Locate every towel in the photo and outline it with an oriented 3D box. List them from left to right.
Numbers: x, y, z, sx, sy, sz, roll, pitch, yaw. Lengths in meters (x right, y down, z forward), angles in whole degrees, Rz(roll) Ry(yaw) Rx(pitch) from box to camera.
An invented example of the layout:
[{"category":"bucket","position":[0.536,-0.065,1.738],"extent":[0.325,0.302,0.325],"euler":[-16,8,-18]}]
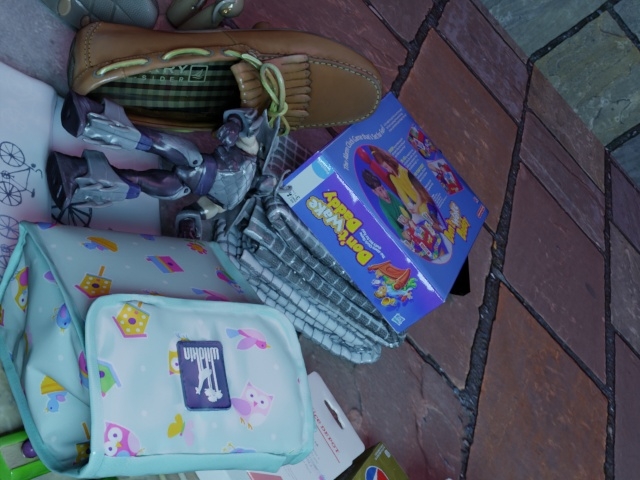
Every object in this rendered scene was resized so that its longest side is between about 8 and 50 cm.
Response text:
[{"category":"towel","position":[0.000,0.000,1.360],"extent":[0.284,0.121,0.235],"euler":[38,32,-25]}]

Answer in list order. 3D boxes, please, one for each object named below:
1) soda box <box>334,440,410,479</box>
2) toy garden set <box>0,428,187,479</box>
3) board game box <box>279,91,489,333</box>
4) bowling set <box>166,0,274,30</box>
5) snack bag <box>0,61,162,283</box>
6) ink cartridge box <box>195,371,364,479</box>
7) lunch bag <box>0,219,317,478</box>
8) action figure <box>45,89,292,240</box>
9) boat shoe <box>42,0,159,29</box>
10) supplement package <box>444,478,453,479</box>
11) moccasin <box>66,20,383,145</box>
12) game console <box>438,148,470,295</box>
[{"category":"soda box","position":[0.035,0.302,1.156],"extent":[0.061,0.058,0.181],"euler":[54,30,0]},{"category":"toy garden set","position":[-0.163,0.259,0.929],"extent":[0.204,0.049,0.244],"euler":[-9,67,-57]},{"category":"board game box","position":[0.097,-0.053,1.363],"extent":[0.233,0.078,0.347],"euler":[50,26,-4]},{"category":"bowling set","position":[-0.113,-0.256,1.433],"extent":[0.200,0.154,0.287],"euler":[34,36,-30]},{"category":"snack bag","position":[-0.291,-0.053,1.089],"extent":[0.343,0.037,0.323],"euler":[28,38,-38]},{"category":"ink cartridge box","position":[-0.043,0.228,1.114],"extent":[0.115,0.067,0.198],"euler":[58,32,7]},{"category":"lunch bag","position":[-0.148,0.106,0.910],"extent":[0.223,0.160,0.262],"euler":[8,27,-38]},{"category":"action figure","position":[-0.151,-0.075,1.127],"extent":[0.285,0.185,0.099],"euler":[8,23,-35]},{"category":"boat shoe","position":[-0.334,-0.405,1.301],"extent":[0.355,0.132,0.130],"euler":[45,31,-16]},{"category":"supplement package","position":[0.141,0.412,1.113],"extent":[0.139,0.134,0.244],"euler":[37,33,-27]},{"category":"moccasin","position":[-0.102,-0.180,1.212],"extent":[0.380,0.139,0.147],"euler":[5,40,-24]},{"category":"game console","position":[0.166,-0.071,1.747],"extent":[0.213,0.044,0.361],"euler":[38,33,-25]}]
